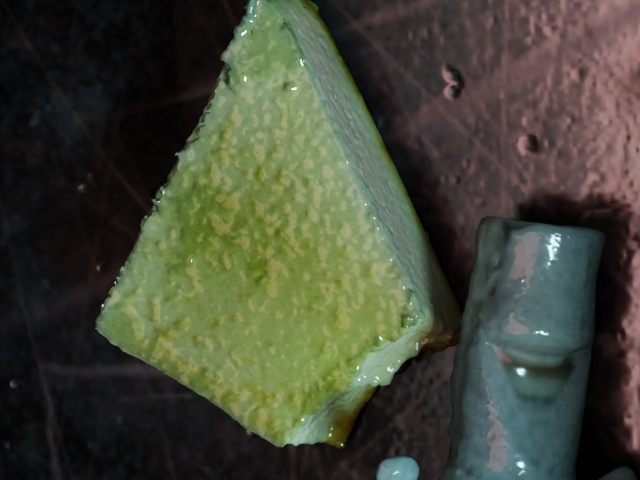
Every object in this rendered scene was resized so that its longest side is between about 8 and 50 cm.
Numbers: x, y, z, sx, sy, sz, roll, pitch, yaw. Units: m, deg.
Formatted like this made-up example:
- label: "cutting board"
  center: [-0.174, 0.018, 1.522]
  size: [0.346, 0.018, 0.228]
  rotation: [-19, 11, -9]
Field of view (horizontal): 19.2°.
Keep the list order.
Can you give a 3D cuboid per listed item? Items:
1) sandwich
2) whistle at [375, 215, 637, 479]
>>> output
- label: "sandwich"
  center: [0.000, 0.000, 0.906]
  size: [0.162, 0.058, 0.193]
  rotation: [30, 108, 14]
- label: "whistle"
  center: [0.076, 0.163, 0.865]
  size: [0.142, 0.134, 0.346]
  rotation: [8, 91, 6]
